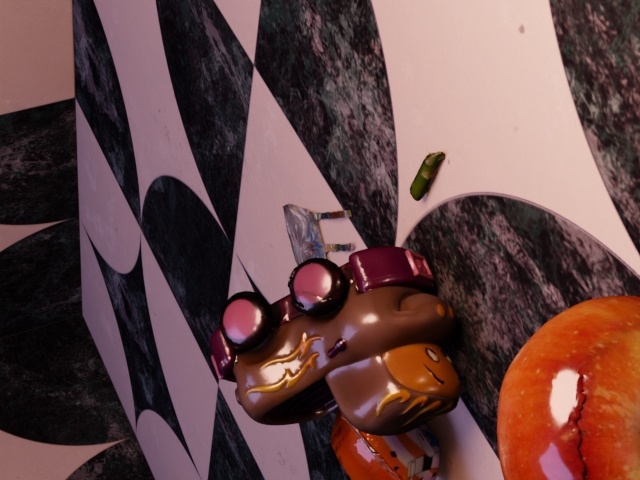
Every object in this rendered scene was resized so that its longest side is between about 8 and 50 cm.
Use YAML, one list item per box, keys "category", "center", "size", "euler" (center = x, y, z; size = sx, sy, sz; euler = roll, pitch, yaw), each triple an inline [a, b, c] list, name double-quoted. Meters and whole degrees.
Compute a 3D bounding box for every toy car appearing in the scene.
- category: "toy car"
  center: [0.031, 0.168, 1.757]
  size: [0.271, 0.341, 0.240]
  euler: [19, -134, -60]

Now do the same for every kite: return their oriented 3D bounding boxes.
- category: "kite"
  center: [-0.002, 0.001, 2.122]
  size: [0.310, 0.015, 0.169]
  euler: [154, 100, -69]

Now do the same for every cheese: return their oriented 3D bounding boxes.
- category: "cheese"
  center: [0.127, 0.340, 1.884]
  size: [0.329, 0.129, 0.217]
  euler: [49, -173, 22]

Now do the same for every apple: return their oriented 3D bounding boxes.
- category: "apple"
  center: [0.288, 0.192, 1.225]
  size: [0.271, 0.252, 0.206]
  euler: [61, 156, -3]

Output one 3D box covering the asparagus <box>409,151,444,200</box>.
- category: "asparagus"
  center: [0.142, -0.090, 1.691]
  size: [0.021, 0.025, 0.108]
  euler: [45, 147, 15]
